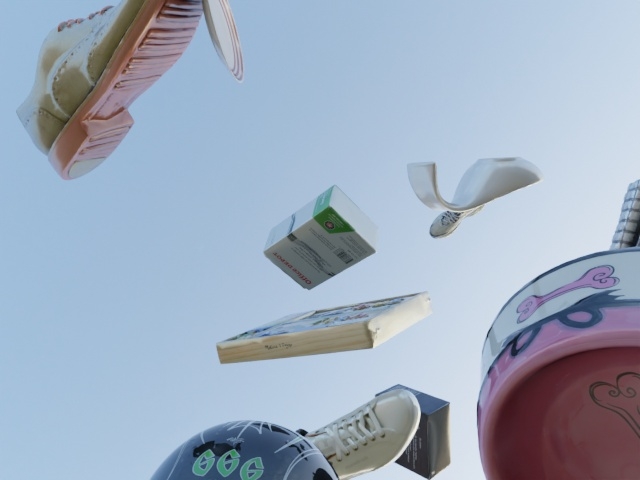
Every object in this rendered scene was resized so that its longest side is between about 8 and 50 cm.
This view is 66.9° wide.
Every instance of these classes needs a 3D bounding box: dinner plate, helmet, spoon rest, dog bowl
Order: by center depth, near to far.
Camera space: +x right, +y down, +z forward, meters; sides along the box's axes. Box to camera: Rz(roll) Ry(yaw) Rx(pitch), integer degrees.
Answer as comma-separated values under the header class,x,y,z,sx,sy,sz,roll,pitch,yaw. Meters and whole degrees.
class,x,y,z,sx,sy,sz,roll,pitch,yaw
helmet,-0.052,0.211,0.331,0.169,0.161,0.170,1,-84,11
dog bowl,0.358,0.221,0.517,0.407,0.150,0.408,13,-67,31
dinner plate,-0.127,-0.275,0.626,0.017,0.141,0.141,-12,-75,8
spoon rest,0.257,-0.094,0.803,0.276,0.137,0.084,-8,-80,-35

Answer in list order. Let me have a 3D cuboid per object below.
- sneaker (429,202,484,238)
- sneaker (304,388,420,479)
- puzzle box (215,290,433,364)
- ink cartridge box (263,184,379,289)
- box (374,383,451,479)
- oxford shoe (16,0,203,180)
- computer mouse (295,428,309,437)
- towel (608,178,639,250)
class,x,y,z,sx,sy,sz,roll,pitch,yaw
sneaker,0.281,-0.058,1.016,0.135,0.058,0.052,-41,-117,7
sneaker,0.046,0.364,0.854,0.290,0.106,0.123,-42,-42,10
puzzle box,0.007,0.190,1.053,0.408,0.272,0.052,-16,-93,36
ink cartridge box,0.000,0.000,1.055,0.208,0.087,0.153,-32,-62,32
box,0.218,0.445,1.143,0.093,0.158,0.156,-9,-81,-40
oxford shoe,-0.294,-0.259,0.651,0.146,0.140,0.397,45,-69,-4
computer mouse,-0.029,0.456,1.040,0.041,0.071,0.242,-40,-28,-33
towel,0.577,0.048,0.721,0.283,0.121,0.235,22,-95,-13
